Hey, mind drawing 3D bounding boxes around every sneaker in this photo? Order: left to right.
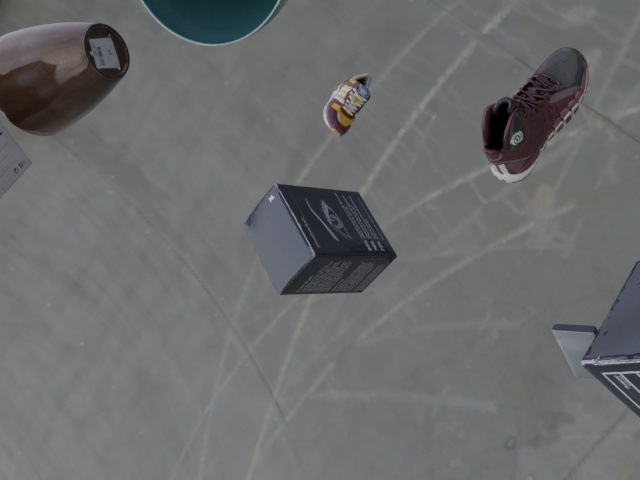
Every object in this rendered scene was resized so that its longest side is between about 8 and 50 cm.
[{"bbox_3d":[0.064,-0.303,1.660,0.084,0.069,0.185,-28,33,36],"label":"sneaker"},{"bbox_3d":[0.384,-0.251,1.379,0.106,0.162,0.281,27,89,37],"label":"sneaker"}]

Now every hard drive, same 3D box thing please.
[{"bbox_3d":[0.541,0.228,1.551,0.094,0.135,0.022,-4,36,50],"label":"hard drive"}]

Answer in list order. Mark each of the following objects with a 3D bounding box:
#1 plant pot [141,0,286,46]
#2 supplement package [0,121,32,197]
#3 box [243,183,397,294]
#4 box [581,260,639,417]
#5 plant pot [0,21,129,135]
[{"bbox_3d":[-0.150,-0.488,1.277,0.290,0.290,0.195,-52,-2,30],"label":"plant pot"},{"bbox_3d":[-0.703,-0.186,1.350,0.178,0.293,0.175,-12,35,27],"label":"supplement package"},{"bbox_3d":[0.000,0.000,1.272,0.108,0.207,0.153,-49,56,33],"label":"box"},{"bbox_3d":[0.513,0.150,0.828,0.182,0.296,0.294,-53,11,-23],"label":"box"},{"bbox_3d":[-0.487,-0.332,1.472,0.230,0.215,0.215,-10,54,35],"label":"plant pot"}]
